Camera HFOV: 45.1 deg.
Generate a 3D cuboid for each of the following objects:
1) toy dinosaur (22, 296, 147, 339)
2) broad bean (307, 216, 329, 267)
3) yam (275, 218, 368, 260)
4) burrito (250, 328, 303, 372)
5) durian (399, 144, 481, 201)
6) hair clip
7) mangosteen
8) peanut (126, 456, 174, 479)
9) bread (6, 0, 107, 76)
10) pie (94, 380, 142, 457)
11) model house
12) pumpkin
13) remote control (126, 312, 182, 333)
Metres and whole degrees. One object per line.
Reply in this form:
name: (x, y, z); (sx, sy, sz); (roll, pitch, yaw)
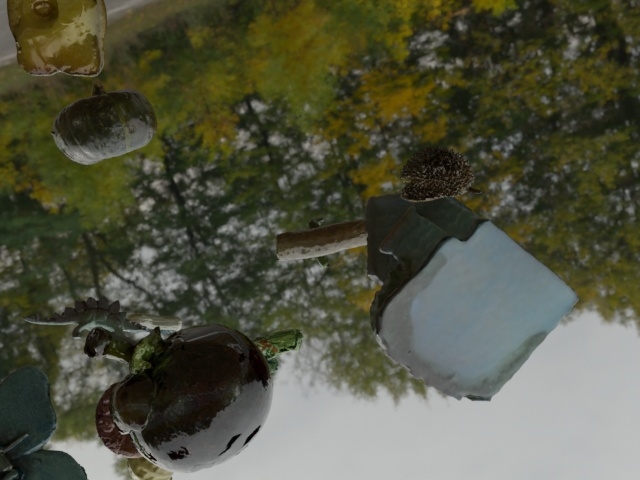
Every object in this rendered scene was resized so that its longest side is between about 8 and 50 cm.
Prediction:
toy dinosaur: (-0.405, 0.138, 1.335); (0.209, 0.082, 0.039); (6, 154, -21)
broad bean: (-0.007, -0.004, 2.412); (0.061, 0.195, 0.046); (15, 137, -25)
yam: (0.066, -0.008, 1.815); (0.357, 0.081, 0.081); (-7, -171, -11)
burrito: (-0.175, 0.315, 2.068); (0.288, 0.104, 0.054); (-19, 174, -1)
durian: (0.182, -0.105, 1.186); (0.140, 0.071, 0.110); (17, -122, 35)
hair clip: (-0.685, 0.489, 1.552); (0.238, 0.318, 0.392); (-40, 177, 25)
mangosteen: (-0.210, 0.208, 1.141); (0.231, 0.289, 0.231); (-36, -156, 19)
peanut: (-0.435, 0.490, 2.018); (0.147, 0.305, 0.147); (-6, 160, -2)
bread: (-0.428, -0.388, 1.270); (0.161, 0.233, 0.088); (6, -166, 11)
pie: (-0.347, 0.331, 1.435); (0.154, 0.154, 0.036); (-20, -172, 4)
model house: (0.211, 0.062, 1.461); (0.297, 0.360, 0.339); (-52, -146, 10)
pumpkin: (-0.532, -0.301, 1.915); (0.260, 0.189, 0.260); (-17, -165, 5)
remote control: (-0.344, 0.170, 1.561); (0.122, 0.032, 0.074); (10, 160, -43)
